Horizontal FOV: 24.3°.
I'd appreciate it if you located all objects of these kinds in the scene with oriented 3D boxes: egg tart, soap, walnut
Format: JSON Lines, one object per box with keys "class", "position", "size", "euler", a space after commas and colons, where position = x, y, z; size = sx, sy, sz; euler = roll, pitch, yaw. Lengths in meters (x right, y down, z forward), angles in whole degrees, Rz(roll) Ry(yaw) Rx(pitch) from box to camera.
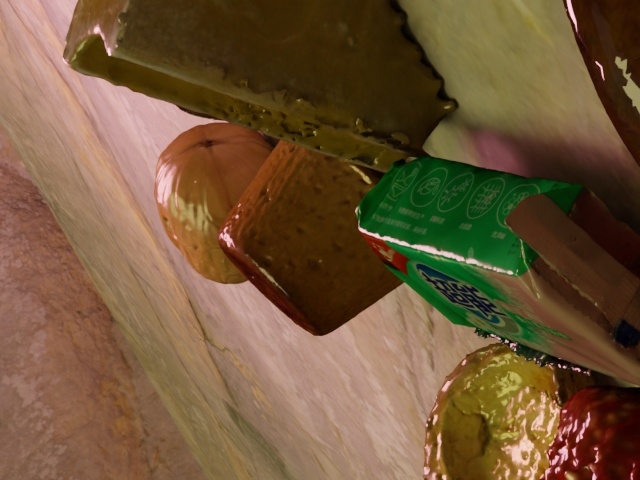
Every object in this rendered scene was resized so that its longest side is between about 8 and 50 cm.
{"class": "egg tart", "position": [0.000, 0.000, 1.464], "size": [0.202, 0.147, 0.202], "euler": [42, 170, 9]}
{"class": "soap", "position": [-0.013, -0.241, 1.246], "size": [0.338, 0.304, 0.169], "euler": [17, 175, -28]}
{"class": "soap", "position": [0.154, 0.015, 1.148], "size": [0.218, 0.098, 0.273], "euler": [42, 169, -25]}
{"class": "egg tart", "position": [0.184, 0.190, 1.363], "size": [0.090, 0.213, 0.212], "euler": [26, -178, -35]}
{"class": "walnut", "position": [-0.108, -0.046, 1.712], "size": [0.165, 0.165, 0.197], "euler": [41, 152, 37]}

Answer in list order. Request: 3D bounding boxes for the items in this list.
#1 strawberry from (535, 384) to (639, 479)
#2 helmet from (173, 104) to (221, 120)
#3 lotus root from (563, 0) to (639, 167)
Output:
{"class": "strawberry", "position": [0.296, 0.262, 1.078], "size": [0.343, 0.292, 0.292], "euler": [67, 163, -3]}
{"class": "helmet", "position": [-0.052, -0.163, 1.384], "size": [0.175, 0.155, 0.106], "euler": [22, 107, 25]}
{"class": "lotus root", "position": [0.234, -0.070, 0.699], "size": [0.291, 0.193, 0.193], "euler": [58, 164, -7]}
